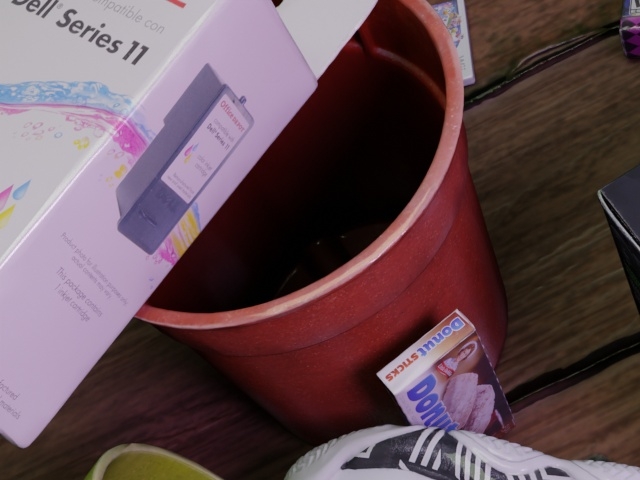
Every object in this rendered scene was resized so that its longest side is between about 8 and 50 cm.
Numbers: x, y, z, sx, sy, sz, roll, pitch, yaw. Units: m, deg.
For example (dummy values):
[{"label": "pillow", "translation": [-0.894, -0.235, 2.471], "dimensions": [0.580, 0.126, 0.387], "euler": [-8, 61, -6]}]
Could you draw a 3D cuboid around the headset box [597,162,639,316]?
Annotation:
[{"label": "headset box", "translation": [0.313, 0.015, 0.881], "dimensions": [0.246, 0.283, 0.131], "euler": [-32, 52, 1]}]

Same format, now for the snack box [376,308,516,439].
[{"label": "snack box", "translation": [0.084, 0.103, 0.984], "dimensions": [0.064, 0.178, 0.022], "euler": [-38, 61, -4]}]

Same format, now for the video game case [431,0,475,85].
[{"label": "video game case", "translation": [0.064, -0.151, 1.266], "dimensions": [0.122, 0.011, 0.087], "euler": [-13, 54, 14]}]

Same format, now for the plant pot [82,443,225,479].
[{"label": "plant pot", "translation": [-0.127, 0.320, 0.906], "dimensions": [0.293, 0.275, 0.275], "euler": [-45, 51, 10]}]

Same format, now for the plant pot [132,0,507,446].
[{"label": "plant pot", "translation": [0.000, 0.000, 1.033], "dimensions": [0.272, 0.265, 0.272], "euler": [-11, 55, 17]}]

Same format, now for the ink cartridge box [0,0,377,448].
[{"label": "ink cartridge box", "translation": [-0.151, -0.082, 0.907], "dimensions": [0.207, 0.119, 0.353], "euler": [27, 73, 35]}]

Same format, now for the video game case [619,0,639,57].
[{"label": "video game case", "translation": [0.355, -0.239, 1.182], "dimensions": [0.232, 0.042, 0.210], "euler": [-1, 57, 22]}]

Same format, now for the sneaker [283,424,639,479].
[{"label": "sneaker", "translation": [0.122, 0.239, 0.904], "dimensions": [0.366, 0.137, 0.210], "euler": [7, 59, 23]}]
